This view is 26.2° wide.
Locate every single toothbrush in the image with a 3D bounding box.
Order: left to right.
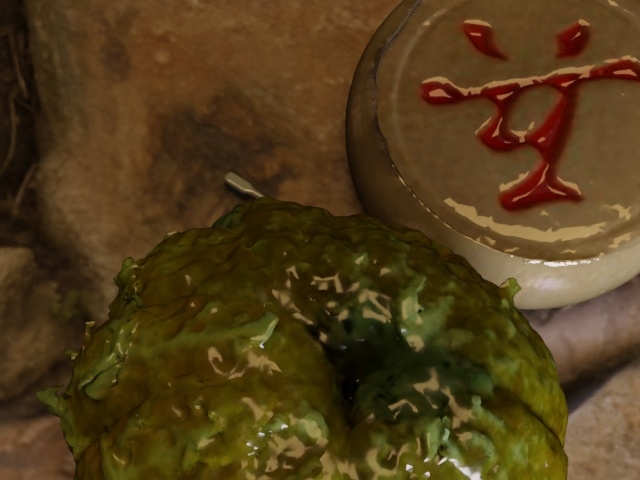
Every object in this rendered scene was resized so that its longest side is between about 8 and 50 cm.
[{"bbox_3d":[0.000,0.000,0.945,0.162,0.017,0.014,34,67,8],"label":"toothbrush"}]

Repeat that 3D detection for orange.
[{"bbox_3d":[-0.001,0.106,0.791,0.301,0.223,0.300,41,63,11],"label":"orange"}]

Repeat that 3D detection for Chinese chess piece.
[{"bbox_3d":[0.141,-0.074,0.951,0.250,0.103,0.249,2,67,-4],"label":"Chinese chess piece"}]
